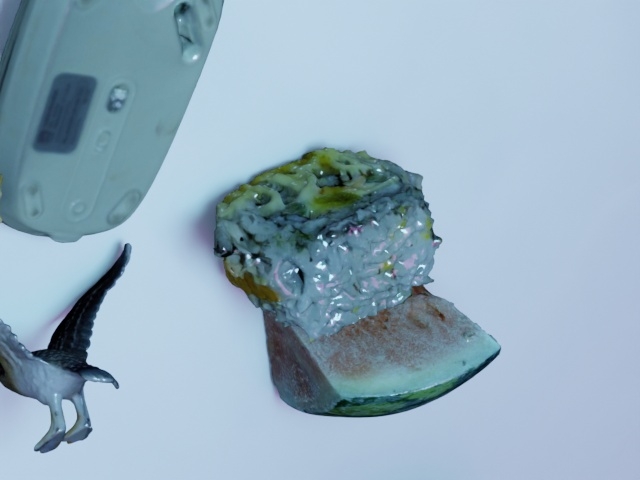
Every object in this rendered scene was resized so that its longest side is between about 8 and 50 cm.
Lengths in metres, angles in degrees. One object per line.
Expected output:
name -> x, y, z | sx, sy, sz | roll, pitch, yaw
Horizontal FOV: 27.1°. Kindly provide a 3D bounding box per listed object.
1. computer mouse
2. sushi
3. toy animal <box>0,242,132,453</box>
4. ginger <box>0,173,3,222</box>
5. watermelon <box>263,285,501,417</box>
computer mouse -> -0.207, -0.152, 1.227 | 0.197, 0.095, 0.331 | 9, 116, -39
sushi -> 0.000, 0.000, 1.405 | 0.274, 0.184, 0.139 | -25, 125, -24
toy animal -> -0.282, 0.128, 1.264 | 0.272, 0.160, 0.197 | -3, 138, -53
ginger -> -0.395, 0.012, 1.138 | 0.267, 0.138, 0.152 | -39, 153, -1
watermelon -> 0.063, 0.101, 1.518 | 0.213, 0.262, 0.201 | -23, 98, -23
